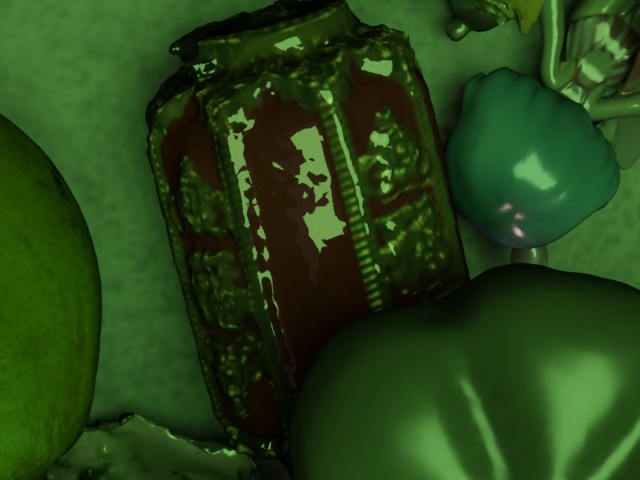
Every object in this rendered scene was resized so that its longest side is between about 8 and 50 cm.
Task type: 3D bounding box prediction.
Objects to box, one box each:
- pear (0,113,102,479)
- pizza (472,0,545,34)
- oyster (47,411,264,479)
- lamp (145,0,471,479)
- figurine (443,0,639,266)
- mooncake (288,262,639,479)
[{"bbox_3d":[-0.225,0.019,0.932,0.212,0.212,0.269,-37,90,-8],"label":"pear"},{"bbox_3d":[0.008,-0.237,1.007,0.288,0.075,0.280,-11,87,-13],"label":"pizza"},{"bbox_3d":[-0.070,0.176,1.082,0.209,0.072,0.133,16,101,2],"label":"oyster"},{"bbox_3d":[0.000,0.000,1.016,0.177,0.177,0.274,-16,102,-13],"label":"lamp"},{"bbox_3d":[0.153,-0.118,1.075,0.205,0.103,0.260,39,88,-18],"label":"figurine"},{"bbox_3d":[0.104,0.142,0.871,0.275,0.135,0.275,0,88,4],"label":"mooncake"}]
